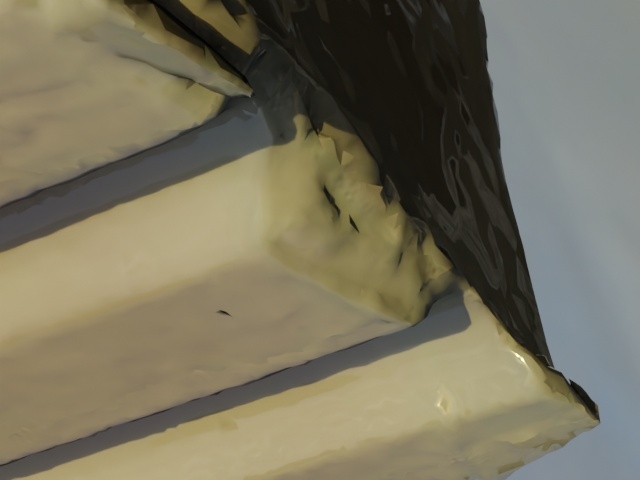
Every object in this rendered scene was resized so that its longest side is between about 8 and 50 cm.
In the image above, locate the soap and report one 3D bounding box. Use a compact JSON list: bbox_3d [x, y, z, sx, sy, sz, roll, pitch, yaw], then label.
[{"bbox_3d":[-0.181,-0.021,0.520,0.350,0.435,0.213,41,-145,-45],"label":"soap"}]
